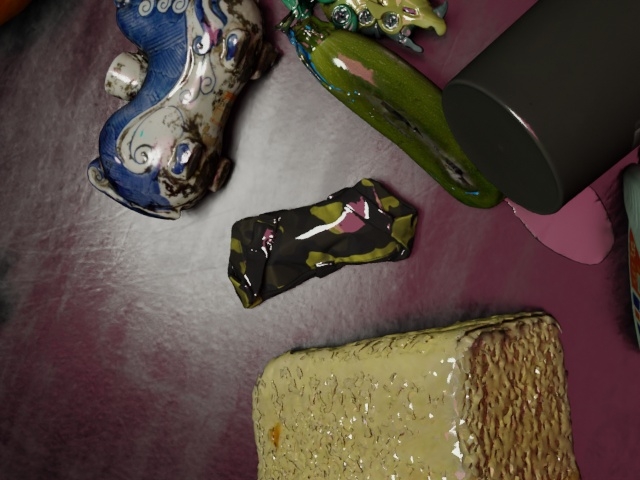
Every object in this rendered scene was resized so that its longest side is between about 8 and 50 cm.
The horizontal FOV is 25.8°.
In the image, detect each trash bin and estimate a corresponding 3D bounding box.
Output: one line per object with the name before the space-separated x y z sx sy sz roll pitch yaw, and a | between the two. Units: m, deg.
trash bin | 0.304 -0.195 1.476 0.334 0.214 0.214 -40 88 -13

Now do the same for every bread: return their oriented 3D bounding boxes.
bread | 0.113 0.217 1.602 0.315 0.279 0.249 -5 92 49

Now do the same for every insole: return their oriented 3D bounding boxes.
insole | 0.236 -0.068 1.605 0.253 0.005 0.086 41 95 2

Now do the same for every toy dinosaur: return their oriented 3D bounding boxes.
toy dinosaur | 0.018 -0.297 1.578 0.153 0.094 0.259 -40 84 9

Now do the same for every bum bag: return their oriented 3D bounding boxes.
bum bag | 0.000 0.000 1.604 0.232 0.060 0.107 -20 99 9

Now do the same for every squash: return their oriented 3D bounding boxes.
squash | 0.088 -0.148 1.532 0.331 0.087 0.087 38 96 -16

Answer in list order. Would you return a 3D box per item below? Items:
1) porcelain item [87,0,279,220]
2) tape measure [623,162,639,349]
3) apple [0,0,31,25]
porcelain item | -0.175 -0.174 1.582 0.186 0.138 0.288 23 93 15
tape measure | 0.397 0.023 1.482 0.125 0.243 0.246 -5 99 8
apple | -0.423 -0.328 1.565 0.229 0.230 0.230 0 92 6
